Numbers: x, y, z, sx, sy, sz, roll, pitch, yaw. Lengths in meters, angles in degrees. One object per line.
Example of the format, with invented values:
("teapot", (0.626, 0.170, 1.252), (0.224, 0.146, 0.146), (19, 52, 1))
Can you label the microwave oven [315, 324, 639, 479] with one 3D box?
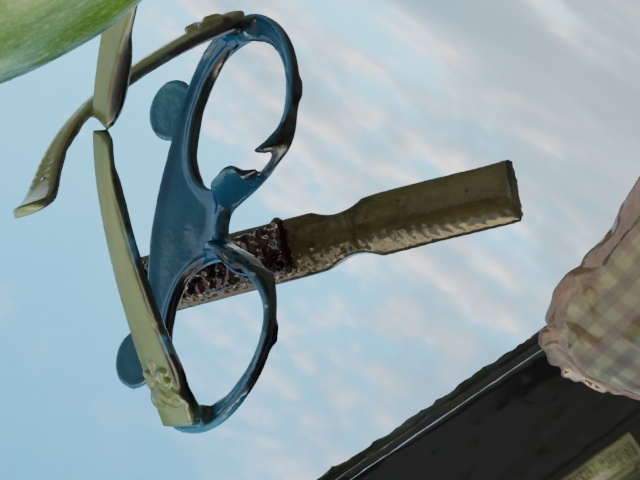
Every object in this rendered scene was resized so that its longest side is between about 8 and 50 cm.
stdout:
("microwave oven", (0.159, 0.206, 0.936), (0.218, 0.355, 0.286), (34, 153, 56))

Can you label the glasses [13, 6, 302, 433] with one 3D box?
("glasses", (-0.072, -0.029, 0.794), (0.102, 0.239, 0.207), (3, 165, 10))

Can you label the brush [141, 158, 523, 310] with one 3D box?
("brush", (0.000, 0.000, 0.949), (0.036, 0.247, 0.043), (4, -107, -76))

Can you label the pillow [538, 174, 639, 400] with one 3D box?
("pillow", (0.178, 0.025, 0.432), (0.211, 0.135, 0.034), (26, -153, -11))

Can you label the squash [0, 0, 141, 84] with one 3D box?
("squash", (-0.206, -0.086, 0.611), (0.107, 0.395, 0.107), (-18, -90, -80))
